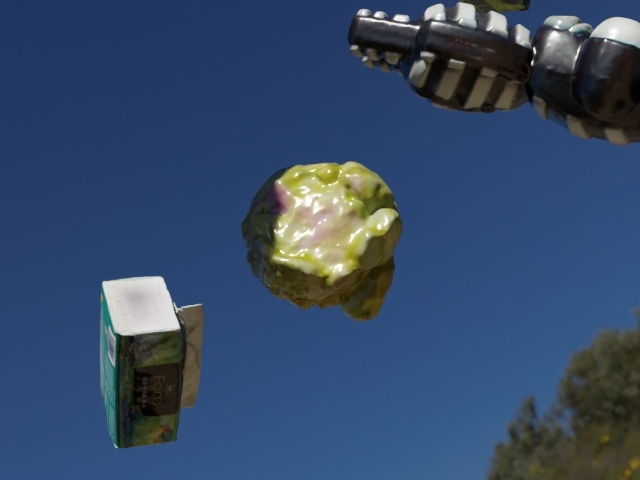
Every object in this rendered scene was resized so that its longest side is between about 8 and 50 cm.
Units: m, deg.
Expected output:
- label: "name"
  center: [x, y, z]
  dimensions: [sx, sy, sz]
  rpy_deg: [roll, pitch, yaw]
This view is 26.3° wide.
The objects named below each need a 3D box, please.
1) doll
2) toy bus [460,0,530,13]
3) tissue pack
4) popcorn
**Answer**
- label: "doll"
  center: [0.123, -0.094, 0.756]
  dimensions: [0.219, 0.067, 0.091]
  rpy_deg: [16, -4, 18]
- label: "toy bus"
  center: [0.187, -0.349, 1.687]
  dimensions: [0.101, 0.088, 0.175]
  rpy_deg: [0, -17, 38]
- label: "tissue pack"
  center: [-0.134, 0.095, 1.098]
  dimensions: [0.079, 0.085, 0.111]
  rpy_deg: [-4, -60, -16]
- label: "popcorn"
  center: [-0.002, -0.001, 0.868]
  dimensions: [0.097, 0.109, 0.089]
  rpy_deg: [-51, -32, -27]
